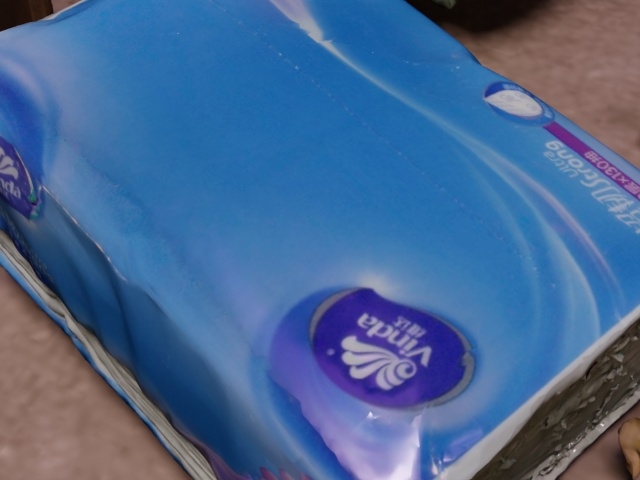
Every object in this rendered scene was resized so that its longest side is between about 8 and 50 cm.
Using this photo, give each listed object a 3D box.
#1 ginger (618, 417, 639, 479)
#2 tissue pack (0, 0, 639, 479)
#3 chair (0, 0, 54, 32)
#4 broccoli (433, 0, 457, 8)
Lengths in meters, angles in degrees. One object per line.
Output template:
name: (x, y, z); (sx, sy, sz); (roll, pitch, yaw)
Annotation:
ginger: (0.270, 0.142, 0.407); (0.333, 0.080, 0.166); (14, 64, 15)
tissue pack: (0.000, 0.000, 0.475); (0.198, 0.146, 0.263); (-33, 62, -27)
chair: (-0.213, -0.165, 0.603); (0.186, 0.160, 0.319); (21, 46, 23)
broccoli: (0.006, -0.254, 0.621); (0.321, 0.283, 0.304); (-44, 74, 0)
